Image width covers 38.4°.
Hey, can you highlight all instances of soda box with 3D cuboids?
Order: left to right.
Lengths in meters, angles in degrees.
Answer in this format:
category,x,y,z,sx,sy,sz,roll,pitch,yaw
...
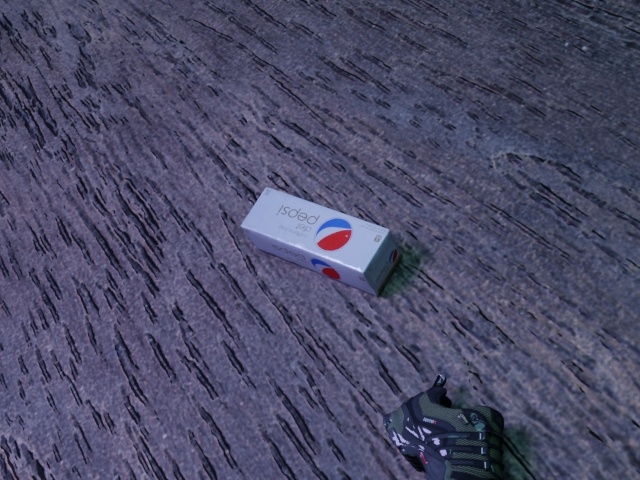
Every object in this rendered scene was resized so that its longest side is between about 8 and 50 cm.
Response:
category,x,y,z,sx,sy,sz,roll,pitch,yaw
soda box,0.000,0.000,1.264,0.216,0.069,0.074,20,68,33

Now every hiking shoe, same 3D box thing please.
category,x,y,z,sx,sy,sz,roll,pitch,yaw
hiking shoe,0.169,0.239,1.017,0.114,0.086,0.227,-43,51,-5
